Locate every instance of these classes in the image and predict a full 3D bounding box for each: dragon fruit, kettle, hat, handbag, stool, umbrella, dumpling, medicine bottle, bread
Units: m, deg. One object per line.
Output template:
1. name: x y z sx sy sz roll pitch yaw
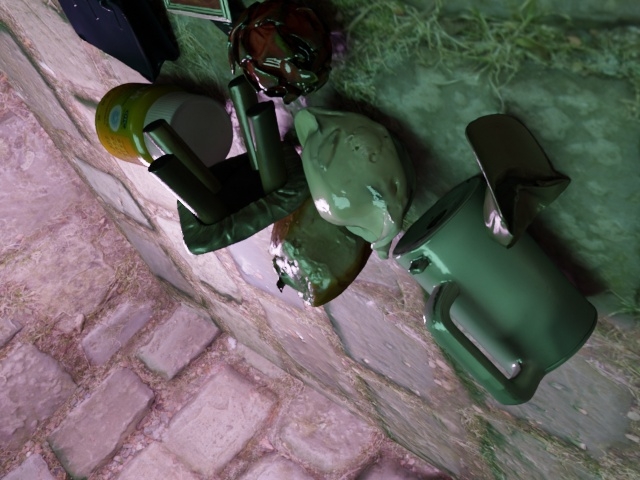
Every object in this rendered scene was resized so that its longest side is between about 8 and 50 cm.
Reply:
1. dragon fruit: -0.064 -0.326 1.044 0.188 0.182 0.182 39 156 1
2. kettle: 0.297 0.080 1.049 0.318 0.205 0.265 47 -159 -6
3. hat: 0.270 -0.089 0.935 0.173 0.166 0.144 48 147 14
4. handbag: -0.500 -0.548 1.437 0.325 0.118 0.269 32 161 23
5. stool: -0.205 -0.165 1.291 0.226 0.310 0.310 62 178 -33
6. umbrella: -0.162 -0.421 1.188 0.235 0.059 0.066 42 135 8
7. dumpling: 0.071 -0.113 1.170 0.318 0.187 0.243 56 165 23
8. medicine bottle: -0.409 -0.292 1.581 0.384 0.224 0.224 19 147 45
9. bread: 0.000 0.000 1.383 0.225 0.279 0.250 34 158 -10

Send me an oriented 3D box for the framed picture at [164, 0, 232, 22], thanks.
1. framed picture: -0.262 -0.545 1.118 0.216 0.016 0.273 23 137 38
